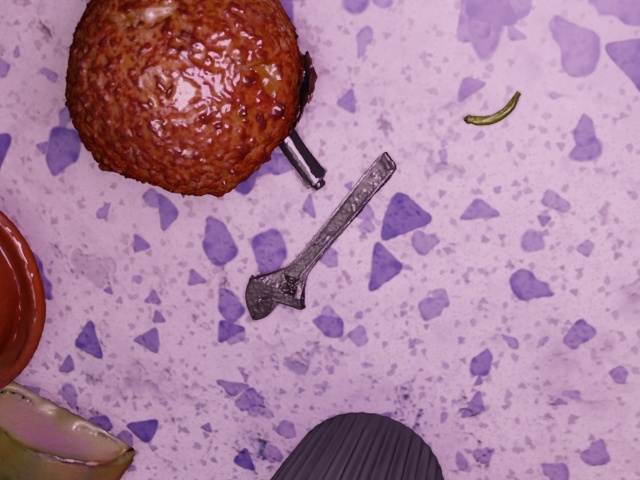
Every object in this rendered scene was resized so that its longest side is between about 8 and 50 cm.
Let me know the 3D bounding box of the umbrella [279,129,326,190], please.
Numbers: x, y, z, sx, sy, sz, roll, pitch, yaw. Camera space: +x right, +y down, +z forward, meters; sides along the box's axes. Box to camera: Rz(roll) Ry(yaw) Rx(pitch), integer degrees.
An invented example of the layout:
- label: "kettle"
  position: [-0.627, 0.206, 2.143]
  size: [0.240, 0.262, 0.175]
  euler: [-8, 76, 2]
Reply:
- label: "umbrella"
  position: [-0.035, -0.129, 1.357]
  size: [0.036, 0.031, 0.133]
  euler: [-32, 96, 21]

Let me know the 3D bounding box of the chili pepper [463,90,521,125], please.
- label: "chili pepper"
  position: [0.232, -0.173, 1.287]
  size: [0.083, 0.017, 0.030]
  euler: [-19, 98, 18]

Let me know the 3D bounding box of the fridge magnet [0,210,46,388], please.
- label: "fridge magnet"
  position: [-0.601, 0.085, 1.487]
  size: [0.363, 0.155, 0.364]
  euler: [3, 105, 12]

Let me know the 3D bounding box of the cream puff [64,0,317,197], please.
- label: "cream puff"
  position: [-0.194, -0.215, 1.260]
  size: [0.350, 0.228, 0.351]
  euler: [3, 99, 23]

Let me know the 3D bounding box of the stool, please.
- label: "stool"
  position: [0.034, 0.415, 1.330]
  size: [0.297, 0.330, 0.297]
  euler: [4, 106, 13]

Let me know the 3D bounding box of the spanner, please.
- label: "spanner"
  position: [0.000, 0.000, 1.389]
  size: [0.093, 0.026, 0.325]
  euler: [40, 108, 2]

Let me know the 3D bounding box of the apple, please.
- label: "apple"
  position: [-0.451, 0.361, 1.551]
  size: [0.265, 0.120, 0.193]
  euler: [27, 121, 8]
